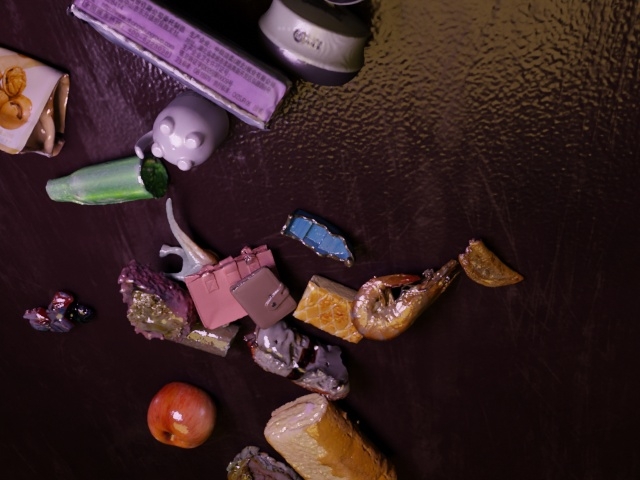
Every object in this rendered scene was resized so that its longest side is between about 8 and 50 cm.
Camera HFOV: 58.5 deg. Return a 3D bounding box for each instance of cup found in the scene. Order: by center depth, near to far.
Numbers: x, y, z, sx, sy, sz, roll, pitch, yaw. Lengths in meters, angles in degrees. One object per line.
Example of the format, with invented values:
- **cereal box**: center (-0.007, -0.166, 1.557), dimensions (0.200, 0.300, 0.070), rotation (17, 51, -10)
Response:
- **cup**: center (-0.294, -0.226, 1.179), dimensions (0.174, 0.142, 0.134), rotation (16, 127, 3)

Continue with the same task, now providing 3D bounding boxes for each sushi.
- **sushi**: center (-0.383, 0.153, 1.381), dimensions (0.162, 0.107, 0.241), rotation (3, 130, 1)
- **sushi**: center (-0.054, 0.305, 1.504), dimensions (0.332, 0.124, 0.130), rotation (27, 136, -8)

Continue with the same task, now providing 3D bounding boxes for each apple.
- **apple**: center (-0.412, 0.528, 1.714), dimensions (0.210, 0.164, 0.209), rotation (8, 127, 10)

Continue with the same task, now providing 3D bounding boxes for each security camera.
- **security camera**: center (0.022, -0.419, 0.945), dimensions (0.197, 0.191, 0.277), rotation (25, 125, -3)

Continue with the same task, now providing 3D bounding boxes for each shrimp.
- **shrimp**: center (0.187, 0.121, 1.328), dimensions (0.152, 0.063, 0.287), rotation (44, 103, -8)

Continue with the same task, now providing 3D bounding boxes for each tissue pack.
- **tissue pack**: center (-0.222, -0.329, 1.018), dimensions (0.361, 0.259, 0.122), rotation (32, 99, -10)

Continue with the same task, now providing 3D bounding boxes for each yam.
- **yam**: center (-0.352, 0.235, 1.535), dimensions (0.259, 0.106, 0.106), rotation (18, 126, 1)

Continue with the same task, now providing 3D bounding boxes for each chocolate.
- **chocolate**: center (-0.501, -0.133, 1.320), dimensions (0.291, 0.110, 0.110), rotation (-5, 123, 19)

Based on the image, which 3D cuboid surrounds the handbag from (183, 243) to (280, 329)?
- **handbag**: center (-0.205, 0.109, 1.385), dimensions (0.213, 0.059, 0.157), rotation (-23, 120, -12)

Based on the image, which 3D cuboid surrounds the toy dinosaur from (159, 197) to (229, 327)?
- **toy dinosaur**: center (-0.324, 0.052, 1.409), dimensions (0.206, 0.092, 0.392), rotation (7, 122, 10)

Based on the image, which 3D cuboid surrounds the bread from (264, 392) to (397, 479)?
- **bread**: center (0.038, 0.611, 1.668), dimensions (0.237, 0.165, 0.375), rotation (-30, 112, 26)

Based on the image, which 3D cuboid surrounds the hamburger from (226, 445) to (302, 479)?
- **hamburger**: center (-0.189, 0.807, 1.852), dimensions (0.288, 0.167, 0.192), rotation (37, 123, -14)

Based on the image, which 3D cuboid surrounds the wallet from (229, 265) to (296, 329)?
- **wallet**: center (-0.133, 0.138, 1.373), dimensions (0.118, 0.039, 0.152), rotation (-36, 121, -2)

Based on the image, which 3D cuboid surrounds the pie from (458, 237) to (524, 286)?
- **pie**: center (0.373, 0.058, 1.290), dimensions (0.092, 0.034, 0.170), rotation (-36, 116, 29)

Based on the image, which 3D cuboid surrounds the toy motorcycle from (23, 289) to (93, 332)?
- **toy motorcycle**: center (-0.751, 0.205, 1.617), dimensions (0.213, 0.082, 0.122), rotation (-15, 121, 21)

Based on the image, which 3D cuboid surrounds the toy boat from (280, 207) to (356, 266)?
- **toy boat**: center (0.000, 0.000, 1.307), dimensions (0.186, 0.077, 0.075), rotation (29, 125, -7)

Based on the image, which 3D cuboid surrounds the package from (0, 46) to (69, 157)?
- **package**: center (-0.721, -0.299, 1.243), dimensions (0.311, 0.221, 0.165), rotation (19, 166, -3)

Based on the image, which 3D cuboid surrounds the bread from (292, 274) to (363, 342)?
- **bread**: center (0.039, 0.172, 1.422), dimensions (0.189, 0.068, 0.125), rotation (24, 125, -4)
